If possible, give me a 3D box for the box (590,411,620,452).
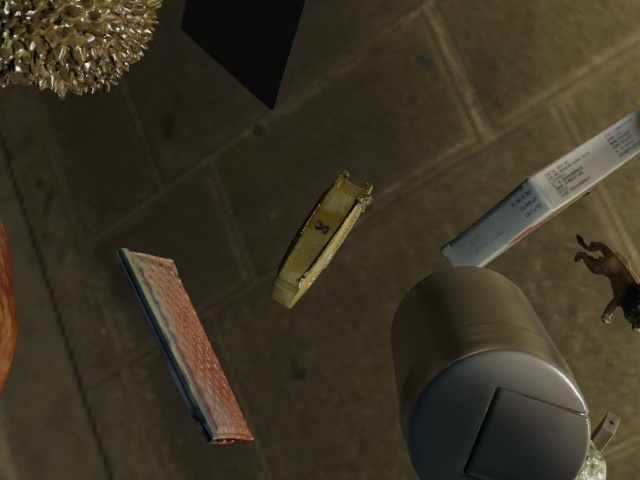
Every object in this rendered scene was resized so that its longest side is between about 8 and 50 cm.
[{"bbox_3d":[0.426,0.309,1.966,0.024,0.053,0.083,34,118,8],"label":"box"}]

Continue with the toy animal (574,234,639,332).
[{"bbox_3d":[0.427,0.062,1.855,0.220,0.069,0.086,-124,29,-46],"label":"toy animal"}]

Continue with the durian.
[{"bbox_3d":[-0.214,-0.185,0.970,0.167,0.196,0.196,-49,62,13],"label":"durian"}]

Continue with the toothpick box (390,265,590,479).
[{"bbox_3d":[0.103,0.092,0.828,0.111,0.181,0.111,0,105,-1],"label":"toothpick box"}]

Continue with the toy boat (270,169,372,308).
[{"bbox_3d":[0.000,0.000,1.912,0.068,0.088,0.226,30,78,8],"label":"toy boat"}]

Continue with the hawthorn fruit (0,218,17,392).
[{"bbox_3d":[-0.361,0.084,0.878,0.285,0.284,0.369,51,137,26],"label":"hawthorn fruit"}]

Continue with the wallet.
[{"bbox_3d":[-0.123,0.098,1.177,0.020,0.103,0.196,-33,73,14],"label":"wallet"}]

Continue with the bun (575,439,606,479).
[{"bbox_3d":[0.284,0.294,1.729,0.210,0.237,0.116,-97,23,-47],"label":"bun"}]

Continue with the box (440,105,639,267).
[{"bbox_3d":[0.353,-0.077,1.896,0.069,0.353,0.214,53,138,5],"label":"box"}]

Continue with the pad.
[{"bbox_3d":[-0.088,-0.273,1.453,0.163,0.004,0.243,43,146,14],"label":"pad"}]
